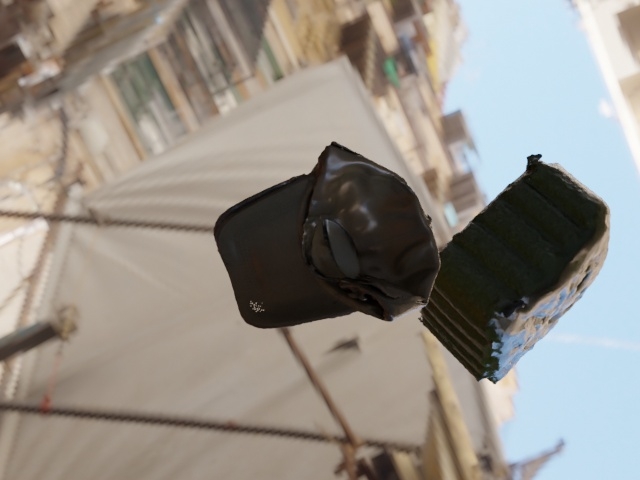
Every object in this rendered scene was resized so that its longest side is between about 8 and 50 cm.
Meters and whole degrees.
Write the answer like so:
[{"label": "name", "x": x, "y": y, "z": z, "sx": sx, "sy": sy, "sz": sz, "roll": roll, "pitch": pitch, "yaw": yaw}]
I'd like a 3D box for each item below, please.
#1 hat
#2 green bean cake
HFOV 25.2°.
[{"label": "hat", "x": 0.000, "y": 0.000, "z": 1.166, "sx": 0.175, "sy": 0.147, "sz": 0.085, "roll": -14, "pitch": -179, "yaw": 27}, {"label": "green bean cake", "x": 0.263, "y": 0.044, "z": 1.898, "sx": 0.250, "sy": 0.156, "sz": 0.247, "roll": -41, "pitch": 161, "yaw": -15}]
